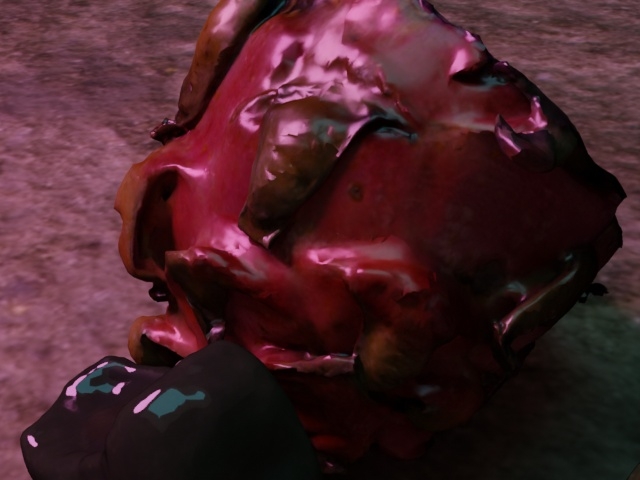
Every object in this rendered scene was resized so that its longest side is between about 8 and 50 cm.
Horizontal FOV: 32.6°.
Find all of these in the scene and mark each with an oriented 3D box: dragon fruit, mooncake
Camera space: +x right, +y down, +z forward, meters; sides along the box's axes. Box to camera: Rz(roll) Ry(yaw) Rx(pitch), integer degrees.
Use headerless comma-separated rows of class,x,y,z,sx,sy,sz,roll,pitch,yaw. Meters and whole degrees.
dragon fruit,0.000,0.000,0.670,0.263,0.314,0.296,-46,71,1
mooncake,-0.082,0.121,0.587,0.104,0.175,0.168,-30,66,-37

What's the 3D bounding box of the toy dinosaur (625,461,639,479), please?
toy dinosaur,0.158,0.167,0.586,0.447,0.087,0.301,-44,10,-21
